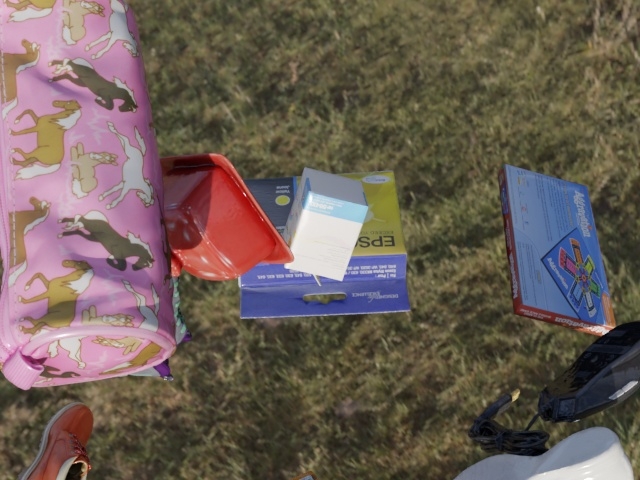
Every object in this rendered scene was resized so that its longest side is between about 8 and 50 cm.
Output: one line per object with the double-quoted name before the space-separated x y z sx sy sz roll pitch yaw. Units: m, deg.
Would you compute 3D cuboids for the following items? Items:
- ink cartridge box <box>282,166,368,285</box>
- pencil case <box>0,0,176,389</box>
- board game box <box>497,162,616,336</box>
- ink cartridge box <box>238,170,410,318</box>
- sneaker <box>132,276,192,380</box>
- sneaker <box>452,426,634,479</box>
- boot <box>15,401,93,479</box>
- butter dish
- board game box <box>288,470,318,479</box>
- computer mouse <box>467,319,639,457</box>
"ink cartridge box" 0.001 -0.016 1.375 0.089 0.143 0.092 14 25 -12
"pencil case" -0.234 -0.055 0.900 0.167 0.160 0.386 -11 71 -2
"board game box" 0.338 0.008 1.381 0.145 0.027 0.281 14 46 -10
"ink cartridge box" 0.000 0.000 1.739 0.303 0.072 0.307 -3 44 -3
"sneaker" -0.204 0.081 1.238 0.083 0.098 0.224 -115 43 -59
"sneaker" 0.247 0.286 1.068 0.212 0.094 0.080 -22 20 23
"boot" -0.298 0.257 1.140 0.084 0.059 0.158 -18 34 30
"butter dish" -0.137 -0.008 1.068 0.118 0.160 0.160 -46 28 -27
"board game box" -0.076 0.677 1.551 0.356 0.357 0.356 -20 31 -14
"computer mouse" 0.310 0.198 1.201 0.262 0.060 0.184 -37 7 -22
